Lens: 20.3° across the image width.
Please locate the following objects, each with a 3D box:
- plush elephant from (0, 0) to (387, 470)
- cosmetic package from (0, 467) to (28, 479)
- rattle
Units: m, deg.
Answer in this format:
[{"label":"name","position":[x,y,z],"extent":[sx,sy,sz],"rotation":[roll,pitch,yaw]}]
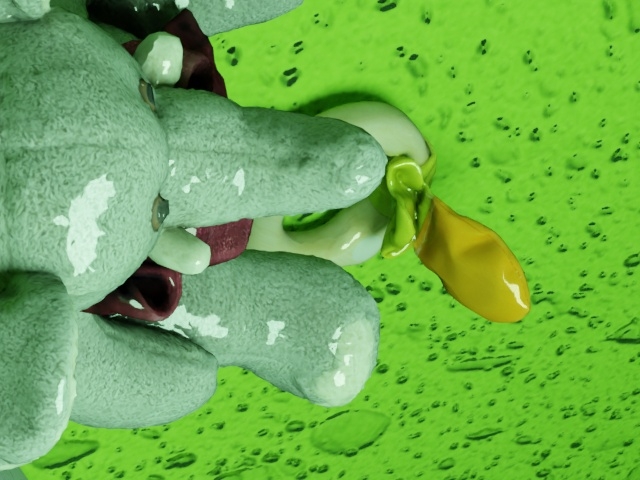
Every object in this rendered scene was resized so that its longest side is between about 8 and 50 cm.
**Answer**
[{"label":"plush elephant","position":[-0.093,-0.037,0.757],"extent":[0.330,0.255,0.271],"rotation":[-2,96,-20]},{"label":"cosmetic package","position":[-0.259,0.208,0.994],"extent":[0.230,0.161,0.453],"rotation":[-31,143,-8]},{"label":"rattle","position":[0.000,0.000,1.000],"extent":[0.130,0.142,0.200],"rotation":[-37,153,32]}]
